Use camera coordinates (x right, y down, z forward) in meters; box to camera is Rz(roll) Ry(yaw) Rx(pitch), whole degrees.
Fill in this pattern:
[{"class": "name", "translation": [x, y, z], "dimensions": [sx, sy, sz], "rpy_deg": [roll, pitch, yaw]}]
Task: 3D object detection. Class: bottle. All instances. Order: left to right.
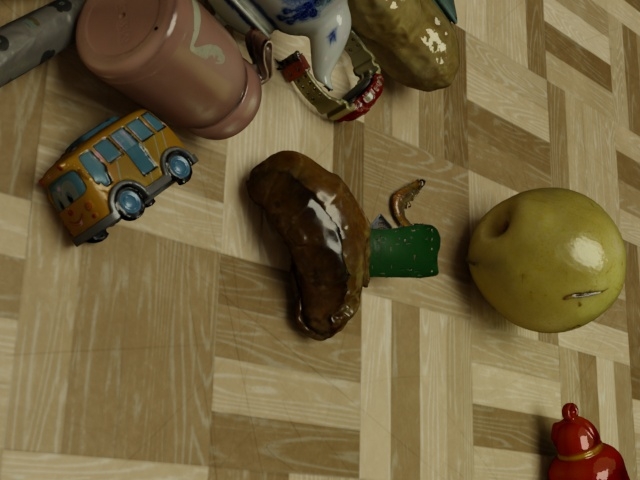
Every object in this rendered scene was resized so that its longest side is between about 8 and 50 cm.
[{"class": "bottle", "translation": [-0.191, -0.267, 1.432], "dimensions": [0.206, 0.173, 0.297], "rpy_deg": [-49, 148, 3]}]

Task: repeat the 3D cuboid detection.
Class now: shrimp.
[{"class": "shrimp", "translation": [0.182, -0.073, 1.927], "dimensions": [0.127, 0.025, 0.091], "rpy_deg": [-49, 115, -37]}]

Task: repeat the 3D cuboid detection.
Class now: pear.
[{"class": "pear", "translation": [0.458, 0.035, 1.997], "dimensions": [0.309, 0.309, 0.309], "rpy_deg": [15, 69, -43]}]

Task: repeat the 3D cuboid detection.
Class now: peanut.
[{"class": "peanut", "translation": [0.133, -0.433, 1.850], "dimensions": [0.169, 0.192, 0.387], "rpy_deg": [-47, 120, 1]}]

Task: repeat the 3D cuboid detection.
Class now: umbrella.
[{"class": "umbrella", "translation": [-0.395, -0.276, 1.344], "dimensions": [0.337, 0.073, 0.067], "rpy_deg": [-45, 139, -42]}]

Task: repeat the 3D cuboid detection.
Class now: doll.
[{"class": "doll", "translation": [0.573, 0.517, 2.076], "dimensions": [0.183, 0.160, 0.363], "rpy_deg": [-22, 95, -46]}]

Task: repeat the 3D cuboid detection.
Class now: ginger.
[{"class": "ginger", "translation": [0.000, 0.000, 1.617], "dimensions": [0.165, 0.172, 0.321], "rpy_deg": [-57, 128, -83]}]

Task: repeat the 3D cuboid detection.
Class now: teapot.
[{"class": "teapot", "translation": [-0.090, -0.434, 1.605], "dimensions": [0.424, 0.280, 0.252], "rpy_deg": [47, 5, -4]}]

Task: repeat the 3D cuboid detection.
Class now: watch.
[{"class": "watch", "translation": [-0.001, -0.335, 1.770], "dimensions": [0.268, 0.102, 0.164], "rpy_deg": [39, 55, -23]}]

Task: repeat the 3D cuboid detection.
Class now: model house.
[{"class": "model house", "translation": [0.133, 0.000, 1.780], "dimensions": [0.088, 0.167, 0.117], "rpy_deg": [-85, 170, -58]}]

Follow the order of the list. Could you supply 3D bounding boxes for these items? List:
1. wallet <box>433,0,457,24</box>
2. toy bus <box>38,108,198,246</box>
[{"class": "wallet", "translation": [0.185, -0.588, 1.987], "dimensions": [0.251, 0.054, 0.290], "rpy_deg": [43, 29, -32]}, {"class": "toy bus", "translation": [-0.287, -0.094, 1.372], "dimensions": [0.136, 0.126, 0.209], "rpy_deg": [55, 47, -9]}]
